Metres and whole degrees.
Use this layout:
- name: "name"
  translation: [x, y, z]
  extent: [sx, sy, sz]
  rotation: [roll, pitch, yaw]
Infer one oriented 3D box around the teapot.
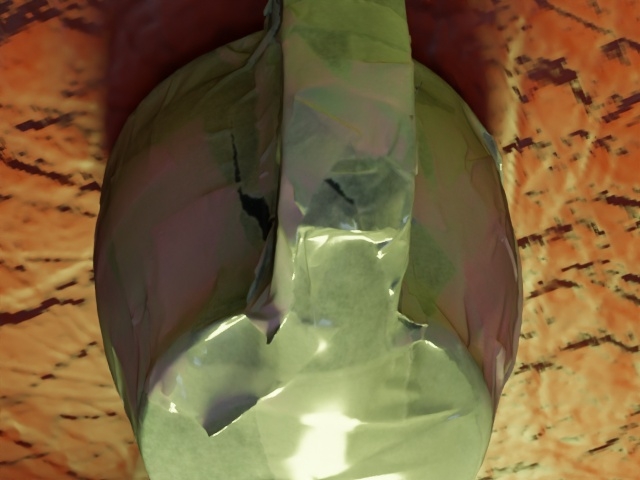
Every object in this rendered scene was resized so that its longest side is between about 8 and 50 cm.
- name: "teapot"
  translation: [0.011, 0.007, 0.528]
  extent: [0.163, 0.178, 0.221]
  rotation: [24, 119, -19]
